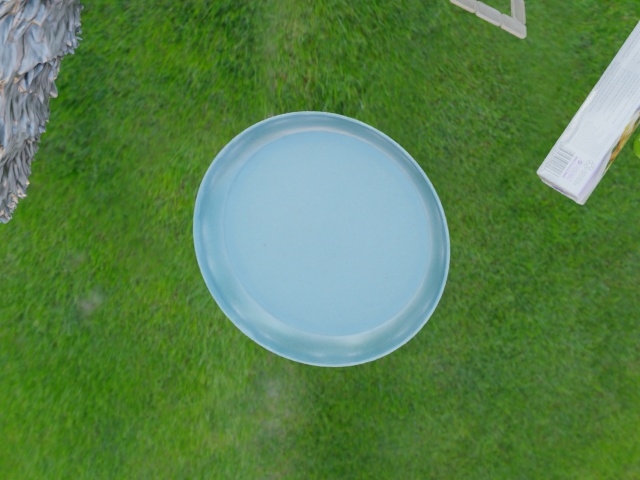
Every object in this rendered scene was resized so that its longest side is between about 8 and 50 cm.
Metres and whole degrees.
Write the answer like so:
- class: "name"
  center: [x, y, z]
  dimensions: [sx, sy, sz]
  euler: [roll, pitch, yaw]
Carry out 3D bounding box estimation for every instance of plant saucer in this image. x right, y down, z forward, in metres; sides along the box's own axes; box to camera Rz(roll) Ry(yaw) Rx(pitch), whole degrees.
- class: "plant saucer"
  center: [0.000, 0.000, 0.980]
  dimensions: [0.317, 0.044, 0.318]
  euler: [5, 108, 16]

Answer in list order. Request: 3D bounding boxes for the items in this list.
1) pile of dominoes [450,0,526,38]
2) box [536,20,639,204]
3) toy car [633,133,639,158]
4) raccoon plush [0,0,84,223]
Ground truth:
- class: "pile of dominoes"
  center: [0.263, -0.481, 1.465]
  dimensions: [0.251, 0.196, 0.040]
  euler: [19, 151, -26]
- class: "box"
  center: [0.395, -0.198, 1.031]
  dimensions: [0.067, 0.063, 0.324]
  euler: [35, 97, 25]
- class: "toy car"
  center: [0.545, -0.172, 1.166]
  dimensions: [0.149, 0.188, 0.155]
  euler: [-10, 149, 43]
- class: "raccoon plush"
  center: [-0.190, -0.086, 0.498]
  dimensions: [0.299, 0.216, 0.446]
  euler: [-18, 89, 33]
